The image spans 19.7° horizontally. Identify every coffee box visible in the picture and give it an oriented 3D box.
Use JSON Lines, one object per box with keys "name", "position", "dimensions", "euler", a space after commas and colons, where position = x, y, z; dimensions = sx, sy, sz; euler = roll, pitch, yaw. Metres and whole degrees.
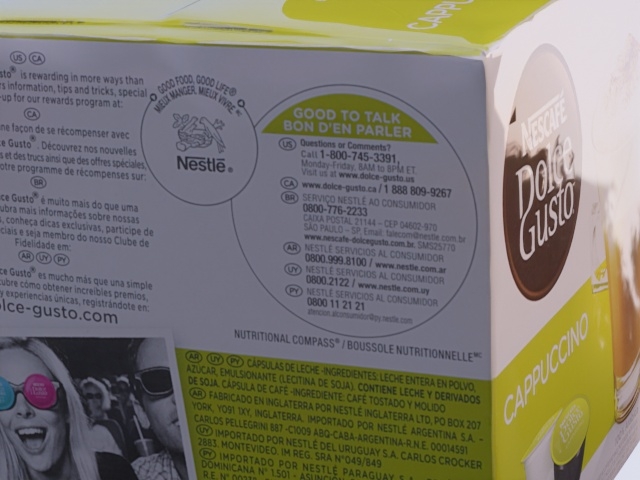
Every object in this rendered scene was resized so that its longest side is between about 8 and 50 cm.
{"name": "coffee box", "position": [0.000, 0.000, 1.118], "dimensions": [0.338, 0.334, 0.337], "euler": [5, 19, 23]}
